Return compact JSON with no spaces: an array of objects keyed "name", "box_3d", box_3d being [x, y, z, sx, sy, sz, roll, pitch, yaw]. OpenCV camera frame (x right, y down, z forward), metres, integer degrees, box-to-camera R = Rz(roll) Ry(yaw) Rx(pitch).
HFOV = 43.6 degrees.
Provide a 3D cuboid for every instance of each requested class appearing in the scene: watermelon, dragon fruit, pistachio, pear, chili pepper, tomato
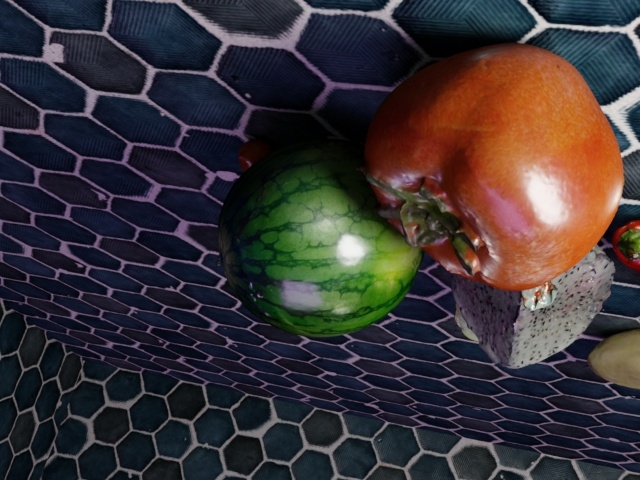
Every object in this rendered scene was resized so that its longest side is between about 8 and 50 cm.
[{"name":"watermelon","box_3d":[0.000,0.000,1.348,0.363,0.363,0.363,13,156,6]},{"name":"dragon fruit","box_3d":[0.377,0.061,1.458,0.204,0.221,0.283,-18,130,-22]},{"name":"pistachio","box_3d":[0.710,0.264,1.777,0.226,0.136,0.136,-8,147,42]},{"name":"pear","box_3d":[0.369,0.153,1.771,0.141,0.104,0.141,16,125,25]},{"name":"chili pepper","box_3d":[0.598,0.044,1.374,0.368,0.137,0.092,26,113,-35]},{"name":"tomato","box_3d":[0.236,-0.102,1.094,0.341,0.273,0.341,39,157,19]}]

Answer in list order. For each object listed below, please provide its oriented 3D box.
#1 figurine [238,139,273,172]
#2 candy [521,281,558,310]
[{"name":"figurine","box_3d":[-0.107,-0.132,1.463,0.068,0.075,0.140,1,155,31]},{"name":"candy","box_3d":[0.286,-0.022,1.281,0.086,0.292,0.059,-39,163,23]}]
